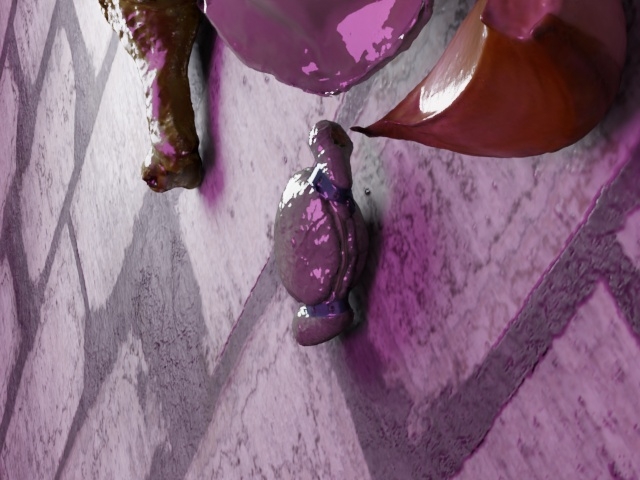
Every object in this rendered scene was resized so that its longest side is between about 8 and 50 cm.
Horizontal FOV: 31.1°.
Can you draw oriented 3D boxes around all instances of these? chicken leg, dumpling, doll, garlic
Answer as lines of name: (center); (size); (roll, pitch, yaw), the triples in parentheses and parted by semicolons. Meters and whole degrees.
chicken leg: (-0.195, -0.258, 1.388); (0.211, 0.140, 0.361); (105, 147, -70)
dumpling: (0.024, -0.293, 0.923); (0.260, 0.181, 0.341); (38, 95, 35)
doll: (0.000, 0.000, 1.037); (0.103, 0.071, 0.214); (-146, 58, -61)
garlic: (0.131, -0.110, 0.749); (0.115, 0.128, 0.206); (43, 149, -2)
